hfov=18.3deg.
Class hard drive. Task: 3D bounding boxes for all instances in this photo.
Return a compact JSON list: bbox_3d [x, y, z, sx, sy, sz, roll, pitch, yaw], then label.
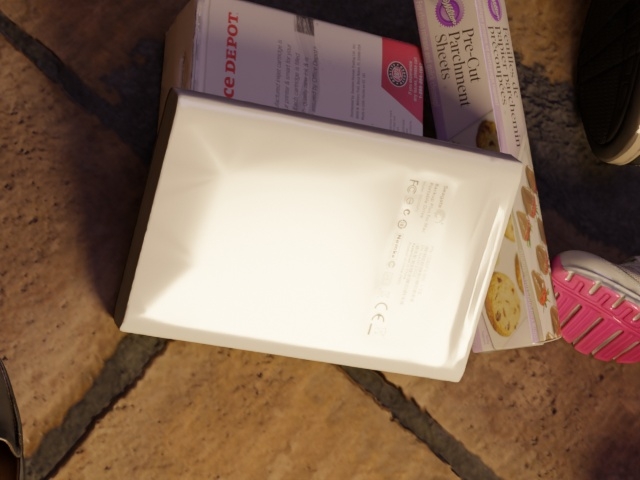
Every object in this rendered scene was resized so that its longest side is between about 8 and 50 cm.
[{"bbox_3d":[0.000,0.000,1.654,0.307,0.040,0.203,10,104,-21],"label":"hard drive"}]

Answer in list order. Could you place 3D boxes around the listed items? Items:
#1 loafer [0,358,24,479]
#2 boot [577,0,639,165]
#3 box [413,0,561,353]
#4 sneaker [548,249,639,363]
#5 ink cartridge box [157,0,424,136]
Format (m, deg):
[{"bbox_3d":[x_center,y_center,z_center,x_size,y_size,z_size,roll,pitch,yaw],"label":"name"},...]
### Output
[{"bbox_3d":[-0.251,0.159,1.523,0.062,0.061,0.170,-2,71,-26],"label":"loafer"},{"bbox_3d":[0.407,-0.209,1.951,0.284,0.138,0.377,21,59,-20],"label":"boot"},{"bbox_3d":[0.147,-0.064,1.751,0.063,0.067,0.324,-8,89,-60],"label":"box"},{"bbox_3d":[0.311,0.055,1.826,0.252,0.103,0.111,23,58,-24],"label":"sneaker"},{"bbox_3d":[-0.027,-0.108,1.721,0.218,0.092,0.158,13,64,-23],"label":"ink cartridge box"}]
